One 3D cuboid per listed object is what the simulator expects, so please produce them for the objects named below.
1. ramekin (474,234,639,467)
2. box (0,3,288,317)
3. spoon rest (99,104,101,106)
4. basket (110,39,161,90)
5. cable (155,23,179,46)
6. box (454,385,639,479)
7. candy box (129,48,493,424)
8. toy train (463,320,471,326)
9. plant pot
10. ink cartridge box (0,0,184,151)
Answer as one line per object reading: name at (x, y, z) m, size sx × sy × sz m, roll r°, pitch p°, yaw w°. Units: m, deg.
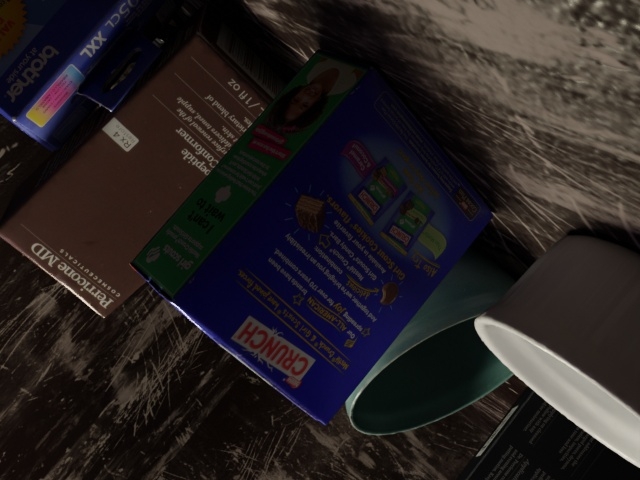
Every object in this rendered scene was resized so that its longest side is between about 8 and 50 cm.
ramekin at (0.308, 0.118, 0.992) m, size 0.277 × 0.135 × 0.277 m, roll 39°, pitch 172°, yaw 6°
box at (-0.216, -0.098, 1.253) m, size 0.191 × 0.381 × 0.143 m, roll 42°, pitch -159°, yaw -21°
spoon rest at (-0.373, -0.311, 1.827) m, size 0.276 × 0.137 × 0.084 m, roll 49°, pitch 169°, yaw 45°
basket at (-0.313, -0.280, 1.399) m, size 0.113 × 0.103 × 0.167 m, roll 43°, pitch 175°, yaw -24°
cable at (-0.269, -0.329, 1.463) m, size 0.184 × 0.047 × 0.150 m, roll 38°, pitch 171°, yaw 0°
box at (0.374, 0.380, 1.401) m, size 0.312 × 0.343 × 0.179 m, roll 39°, pitch 171°, yaw 11°
candy box at (0.000, 0.000, 1.077) m, size 0.268 × 0.317 × 0.122 m, roll 45°, pitch 170°, yaw -36°
toy train at (0.241, 0.115, 1.515) m, size 0.184 × 0.080 × 0.105 m, roll 46°, pitch 176°, yaw -42°
plant pot at (0.134, 0.104, 1.335) m, size 0.196 × 0.293 × 0.293 m, roll 62°, pitch -175°, yaw 30°
ink cartridge box at (-0.365, -0.305, 1.221) m, size 0.395 × 0.270 × 0.151 m, roll 39°, pitch 176°, yaw 9°
